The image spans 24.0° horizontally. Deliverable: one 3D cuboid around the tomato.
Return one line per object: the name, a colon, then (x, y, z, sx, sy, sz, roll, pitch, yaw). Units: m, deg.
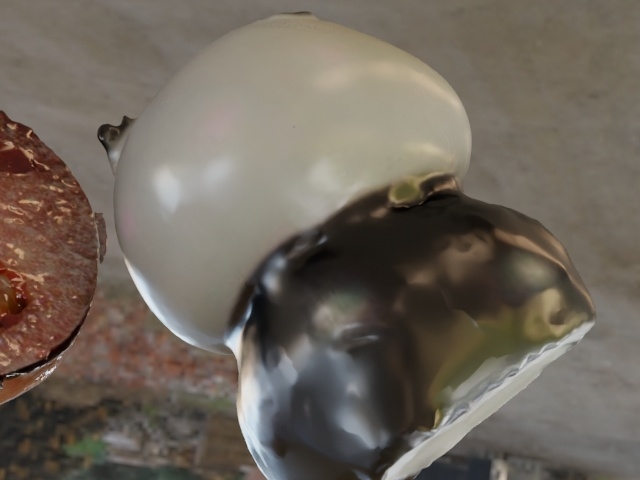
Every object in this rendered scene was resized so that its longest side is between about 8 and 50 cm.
tomato: (-0.221, 0.009, 0.753, 0.225, 0.225, 0.085, 14, 129, -29)

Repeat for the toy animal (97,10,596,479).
toy animal: (0.005, 0.003, 0.737, 0.187, 0.235, 0.165, -41, 161, 14)
